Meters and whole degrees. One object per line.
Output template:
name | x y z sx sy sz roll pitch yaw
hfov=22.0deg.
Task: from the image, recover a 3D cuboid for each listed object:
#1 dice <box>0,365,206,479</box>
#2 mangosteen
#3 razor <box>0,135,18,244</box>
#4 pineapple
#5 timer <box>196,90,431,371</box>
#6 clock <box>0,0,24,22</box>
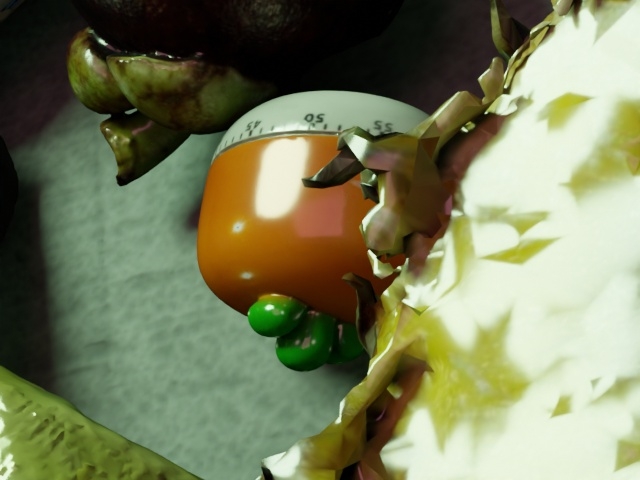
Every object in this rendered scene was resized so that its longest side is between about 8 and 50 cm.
dice | -0.125 0.183 0.625 0.227 0.238 0.233 18 73 39
mangosteen | -0.050 -0.131 0.825 0.194 0.194 0.230 22 102 40
razor | -0.268 0.027 0.800 0.327 0.189 0.107 -75 7 -54
pineapple | 0.178 0.072 0.457 0.352 0.300 0.352 -15 56 24
timer | 0.000 0.000 0.751 0.136 0.099 0.136 -28 42 28
clock | -0.252 -0.275 0.987 0.377 0.250 0.368 -29 49 23
